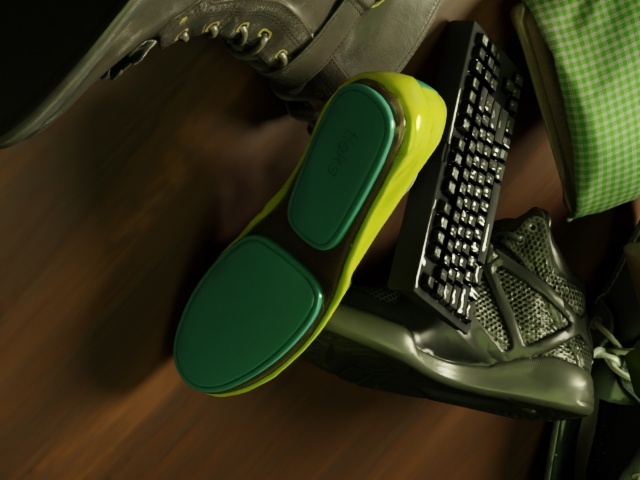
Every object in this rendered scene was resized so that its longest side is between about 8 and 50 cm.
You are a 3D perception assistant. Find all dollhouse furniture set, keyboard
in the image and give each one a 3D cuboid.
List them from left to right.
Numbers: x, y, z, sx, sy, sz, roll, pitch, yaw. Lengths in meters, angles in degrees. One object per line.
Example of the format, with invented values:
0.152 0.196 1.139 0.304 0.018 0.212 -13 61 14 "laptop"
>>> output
0.081 -0.045 0.928 0.108 0.023 0.180 34 61 -42 "keyboard"
0.271 -0.043 0.971 0.197 0.151 0.301 -25 110 -14 "dollhouse furniture set"

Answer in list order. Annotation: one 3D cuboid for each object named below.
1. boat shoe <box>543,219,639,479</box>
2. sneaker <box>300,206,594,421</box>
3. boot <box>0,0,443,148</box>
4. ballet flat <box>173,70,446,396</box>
0.237 0.101 1.143 0.099 0.116 0.319 -16 128 -39 "boat shoe"
0.077 0.035 0.992 0.227 0.087 0.130 13 71 -21 "sneaker"
-0.039 -0.110 0.800 0.263 0.091 0.229 -48 144 0 "boot"
0.000 0.000 0.875 0.077 0.077 0.231 -15 145 -55 "ballet flat"
